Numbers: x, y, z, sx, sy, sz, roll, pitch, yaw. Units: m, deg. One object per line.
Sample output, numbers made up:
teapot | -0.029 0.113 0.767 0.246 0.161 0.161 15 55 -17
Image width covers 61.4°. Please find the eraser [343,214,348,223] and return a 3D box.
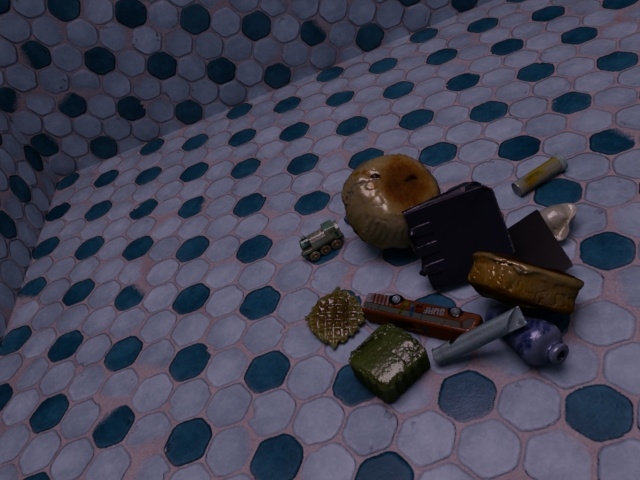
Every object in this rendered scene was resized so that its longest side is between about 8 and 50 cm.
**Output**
eraser | 0.236 -0.178 2.347 0.144 0.042 0.312 13 54 35

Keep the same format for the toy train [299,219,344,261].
toy train | 0.000 0.000 2.220 0.194 0.125 0.080 -28 37 -3

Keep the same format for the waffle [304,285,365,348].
waffle | 0.057 0.276 1.957 0.208 0.054 0.214 -38 48 -18

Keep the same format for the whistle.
whistle | 0.475 0.291 1.626 0.312 0.062 0.062 -36 33 32

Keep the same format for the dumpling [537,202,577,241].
dumpling | 0.820 -0.055 1.886 0.169 0.100 0.134 -15 46 14

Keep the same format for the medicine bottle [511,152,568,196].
medicine bottle | 0.851 -0.254 2.100 0.218 0.074 0.074 -32 41 -4

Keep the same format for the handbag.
handbag | 0.468 -0.018 1.873 0.329 0.303 0.122 -22 12 7

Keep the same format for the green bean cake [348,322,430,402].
green bean cake | 0.219 0.385 1.719 0.214 0.113 0.200 -41 43 -18

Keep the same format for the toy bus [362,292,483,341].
toy bus | 0.336 0.256 1.809 0.409 0.093 0.092 8 52 33

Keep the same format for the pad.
pad | 0.732 0.030 1.845 0.159 0.009 0.265 -37 44 24

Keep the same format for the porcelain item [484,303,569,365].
porcelain item | 0.616 0.283 1.619 0.141 0.141 0.259 -37 32 -12

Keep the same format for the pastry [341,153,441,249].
pastry | 0.266 -0.142 2.082 0.389 0.312 0.388 4 63 -7

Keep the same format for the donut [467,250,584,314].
donut | 0.618 0.138 1.659 0.330 0.330 0.159 21 96 40
